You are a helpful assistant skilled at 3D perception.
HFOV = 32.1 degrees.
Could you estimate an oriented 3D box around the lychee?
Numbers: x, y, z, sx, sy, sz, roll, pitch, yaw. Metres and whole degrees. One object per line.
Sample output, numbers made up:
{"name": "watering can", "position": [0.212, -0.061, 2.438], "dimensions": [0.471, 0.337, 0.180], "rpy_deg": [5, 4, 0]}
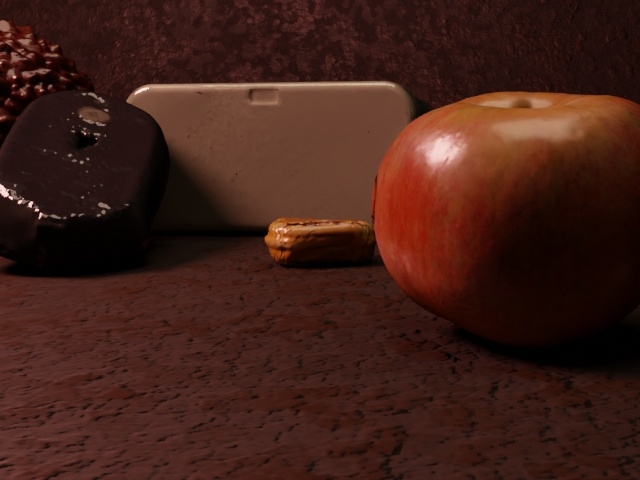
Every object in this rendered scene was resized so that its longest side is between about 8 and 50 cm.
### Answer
{"name": "lychee", "position": [-0.410, -0.143, 1.378], "dimensions": [0.300, 0.264, 0.264], "rpy_deg": [11, 7, -3]}

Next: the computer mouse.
{"name": "computer mouse", "position": [-0.256, -0.054, 1.169], "dimensions": [0.182, 0.116, 0.323], "rpy_deg": [8, 30, -3]}

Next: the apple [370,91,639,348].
{"name": "apple", "position": [0.135, -0.015, 0.749], "dimensions": [0.209, 0.164, 0.209], "rpy_deg": [-3, 11, 1]}

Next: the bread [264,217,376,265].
{"name": "bread", "position": [0.000, 0.000, 1.093], "dimensions": [0.110, 0.044, 0.083], "rpy_deg": [-1, 4, -12]}

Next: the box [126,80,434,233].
{"name": "box", "position": [-0.030, -0.108, 1.440], "dimensions": [0.351, 0.178, 0.344], "rpy_deg": [0, 5, 12]}
